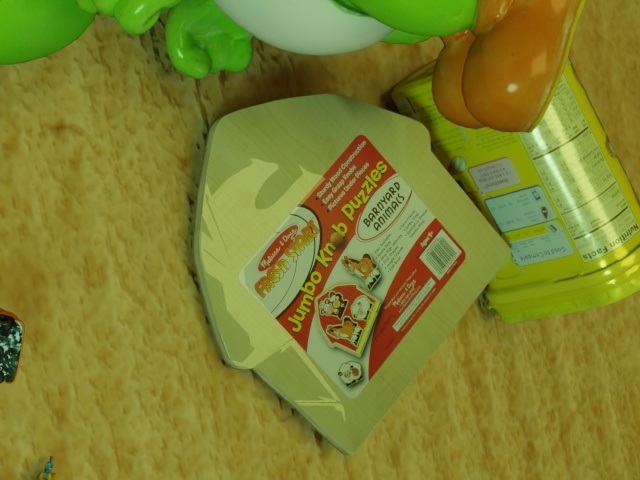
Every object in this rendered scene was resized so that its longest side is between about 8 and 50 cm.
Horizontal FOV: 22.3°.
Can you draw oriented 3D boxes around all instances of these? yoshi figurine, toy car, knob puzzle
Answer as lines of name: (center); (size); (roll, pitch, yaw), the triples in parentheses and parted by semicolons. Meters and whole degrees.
yoshi figurine: (-0.062, -0.133, 0.820); (0.362, 0.203, 0.203); (21, 44, -6)
toy car: (-0.167, 0.082, 0.808); (0.040, 0.060, 0.122); (-91, 174, -73)
knob puzzle: (0.000, 0.000, 0.956); (0.213, 0.030, 0.213); (2, 86, -29)

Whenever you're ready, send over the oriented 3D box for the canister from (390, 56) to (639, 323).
canister: (0.130, -0.042, 1.021); (0.073, 0.126, 0.170); (-37, 104, -39)
